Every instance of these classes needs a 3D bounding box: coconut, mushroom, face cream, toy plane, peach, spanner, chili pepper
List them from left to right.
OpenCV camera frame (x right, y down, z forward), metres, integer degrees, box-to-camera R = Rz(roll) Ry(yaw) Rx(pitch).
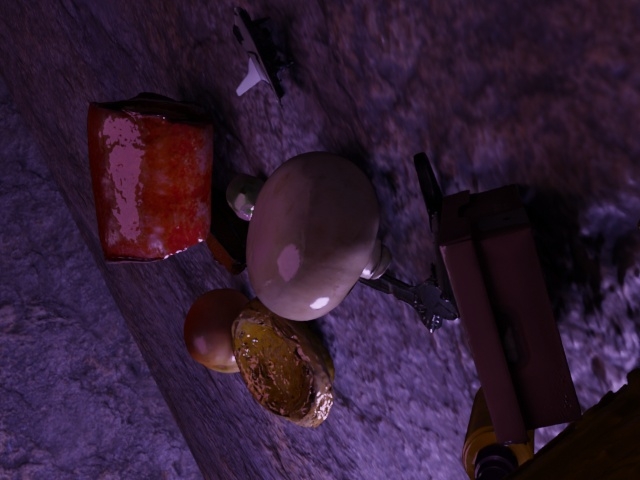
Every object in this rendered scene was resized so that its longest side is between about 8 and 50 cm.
[{"bbox_3d":[-0.315,-0.119,1.556,0.251,0.229,0.305,4,110,14],"label":"chili pepper"},{"bbox_3d":[-0.210,0.194,1.760,0.184,0.184,0.184,44,148,37],"label":"peach"},{"bbox_3d":[-0.128,-0.078,1.463,0.081,0.082,0.083,63,-143,-73],"label":"coconut"},{"bbox_3d":[-0.087,-0.281,1.191,0.234,0.082,0.160,104,145,-70],"label":"toy plane"},{"bbox_3d":[0.000,0.000,1.168,0.246,0.202,0.246,-45,32,39],"label":"mushroom"},{"bbox_3d":[0.102,0.064,1.209,0.325,0.026,0.093,24,132,56],"label":"spanner"},{"bbox_3d":[0.203,0.230,0.921,0.078,0.078,0.273,65,-164,-1],"label":"face cream"}]

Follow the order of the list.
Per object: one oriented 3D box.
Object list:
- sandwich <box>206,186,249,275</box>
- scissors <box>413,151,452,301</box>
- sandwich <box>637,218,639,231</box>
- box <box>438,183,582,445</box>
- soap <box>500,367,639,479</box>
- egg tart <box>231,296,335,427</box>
[{"bbox_3d":[-0.194,-0.019,1.655,0.235,0.079,0.159,35,152,52],"label":"sandwich"},{"bbox_3d":[0.127,-0.009,0.887,0.300,0.022,0.109,-78,-33,-63],"label":"scissors"},{"bbox_3d":[0.347,-0.039,0.596,0.186,0.065,0.215,48,151,31],"label":"sandwich"},{"bbox_3d":[0.193,0.064,0.842,0.215,0.086,0.215,-57,-49,-72],"label":"box"},{"bbox_3d":[0.277,0.223,0.674,0.156,0.335,0.293,62,151,4],"label":"soap"},{"bbox_3d":[-0.062,0.232,1.586,0.290,0.107,0.291,29,131,40],"label":"egg tart"}]
